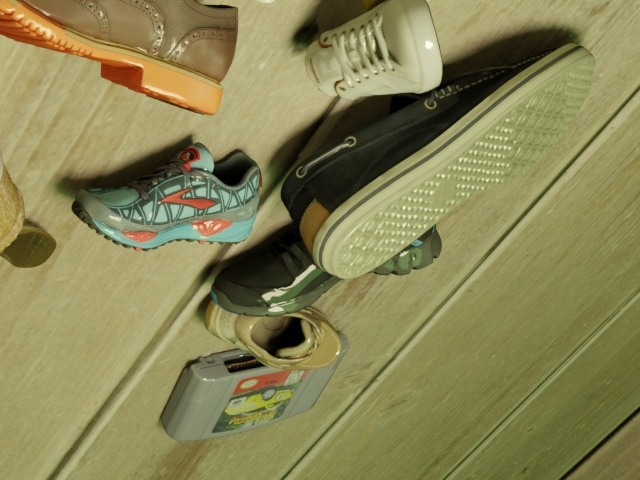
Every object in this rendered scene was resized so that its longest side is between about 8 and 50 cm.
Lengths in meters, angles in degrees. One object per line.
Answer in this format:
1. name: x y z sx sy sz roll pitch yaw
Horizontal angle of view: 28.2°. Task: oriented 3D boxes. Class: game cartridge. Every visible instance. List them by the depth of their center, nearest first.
1. game cartridge: -0.108 0.243 2.086 0.294 0.060 0.196 -9 147 -34

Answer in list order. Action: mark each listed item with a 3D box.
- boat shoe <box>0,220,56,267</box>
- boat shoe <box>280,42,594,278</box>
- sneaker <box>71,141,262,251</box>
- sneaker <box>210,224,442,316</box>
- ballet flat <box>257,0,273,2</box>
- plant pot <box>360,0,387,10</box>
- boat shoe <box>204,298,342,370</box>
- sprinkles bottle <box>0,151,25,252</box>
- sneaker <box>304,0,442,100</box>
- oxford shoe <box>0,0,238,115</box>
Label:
1. boat shoe: -0.371 -0.005 1.490 0.056 0.048 0.153 -54 152 14
2. boat shoe: 0.161 -0.136 1.670 0.500 0.156 0.187 -33 147 -21
3. sneaker: -0.181 -0.066 1.537 0.262 0.104 0.125 -5 124 -45
4. sneaker: 0.000 0.000 1.789 0.340 0.125 0.140 -20 121 -14
5. ballet flat: -0.095 -0.311 1.135 0.164 0.182 0.483 -42 149 17
6. plant pot: 0.074 -0.299 1.413 0.081 0.081 0.083 -14 160 -27
7. boat shoe: -0.048 0.147 1.917 0.302 0.098 0.109 28 87 -53
8. sprinkles bottle: -0.386 -0.114 1.228 0.121 0.121 0.355 -25 150 -11
9. sneaker: 0.053 -0.199 1.419 0.123 0.106 0.290 -17 -179 -9
10. oxford shoe: -0.228 -0.239 1.224 0.363 0.130 0.133 21 90 -46
